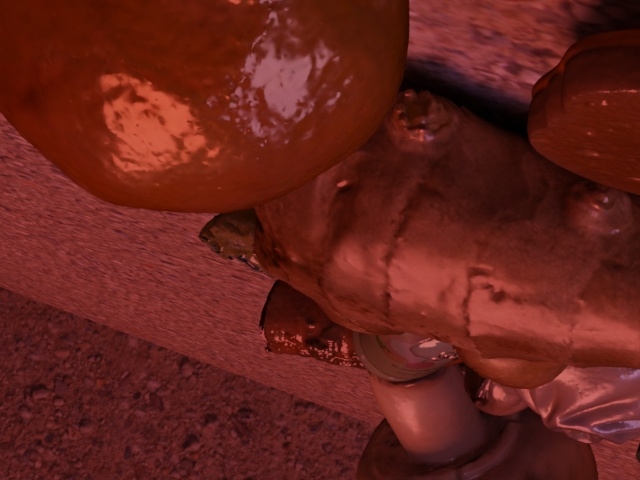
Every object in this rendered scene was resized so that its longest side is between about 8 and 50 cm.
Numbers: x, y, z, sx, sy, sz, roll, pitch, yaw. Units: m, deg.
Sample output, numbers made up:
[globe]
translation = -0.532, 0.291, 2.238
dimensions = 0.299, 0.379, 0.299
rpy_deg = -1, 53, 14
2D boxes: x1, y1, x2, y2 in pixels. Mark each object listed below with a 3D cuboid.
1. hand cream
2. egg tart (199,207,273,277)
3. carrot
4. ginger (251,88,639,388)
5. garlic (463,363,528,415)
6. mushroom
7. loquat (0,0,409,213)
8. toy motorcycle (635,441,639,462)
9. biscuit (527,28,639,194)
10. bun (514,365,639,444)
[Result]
[hand cream]
translation = 0.103, 0.075, 1.592
dimensions = 0.147, 0.093, 0.306
rpy_deg = -4, 172, -12
[egg tart]
translation = 0.000, 0.000, 1.424
dimensions = 0.197, 0.078, 0.197
rpy_deg = 20, 173, 3
[carrot]
translation = 0.063, 0.092, 1.804
dimensions = 0.263, 0.102, 0.102
rpy_deg = 8, 165, 29
[ginger]
translation = 0.125, 0.041, 1.011
dimensions = 0.375, 0.166, 0.236
rpy_deg = 36, 138, 25
[garlic]
translation = 0.179, 0.133, 1.673
dimensions = 0.066, 0.084, 0.152
rpy_deg = 8, 151, -5
[mushroom]
translation = 0.161, 0.239, 1.993
dimensions = 0.314, 0.314, 0.336
rpy_deg = 13, 137, 42
[loquat]
translation = -0.060, -0.097, 0.760
dimensions = 0.187, 0.176, 0.234
rpy_deg = 42, 162, -14
[toy motorcycle]
translation = 0.421, 0.255, 1.690
dimensions = 0.200, 0.191, 0.326
rpy_deg = 32, 149, -14
[biscuit]
translation = 0.181, -0.058, 0.793
dimensions = 0.170, 0.050, 0.170
rpy_deg = 13, 168, 3
[bun]
translation = 0.222, 0.103, 1.380
dimensions = 0.173, 0.120, 0.173
rpy_deg = 20, 168, 4
